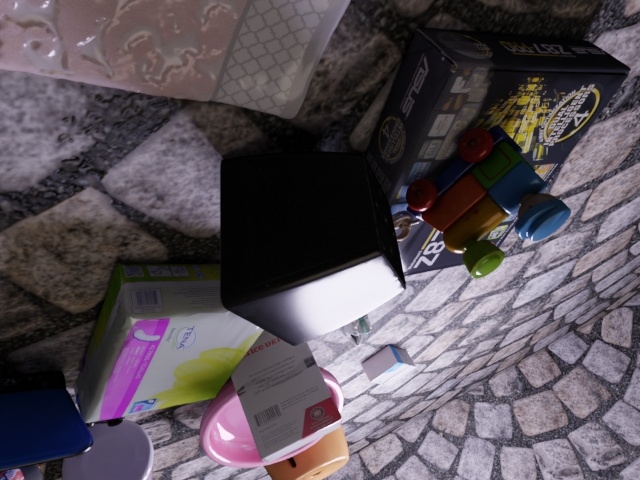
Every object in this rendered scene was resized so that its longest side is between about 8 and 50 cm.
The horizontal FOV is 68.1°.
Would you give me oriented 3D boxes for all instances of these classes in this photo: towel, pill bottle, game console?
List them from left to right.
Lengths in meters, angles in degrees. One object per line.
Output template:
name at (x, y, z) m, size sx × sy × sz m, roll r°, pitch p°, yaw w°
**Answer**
game console at (-0.497, 0.281, 0.622) m, size 0.293 × 0.173 × 0.250 m, roll 8°, pitch 132°, yaw -43°
pill bottle at (-0.432, 0.499, 0.981) m, size 0.160 × 0.160 × 0.283 m, roll -9°, pitch 142°, yaw -28°
towel at (-0.087, -0.246, 0.330) m, size 0.317 × 0.053 × 0.331 m, roll 1°, pitch 136°, yaw -38°

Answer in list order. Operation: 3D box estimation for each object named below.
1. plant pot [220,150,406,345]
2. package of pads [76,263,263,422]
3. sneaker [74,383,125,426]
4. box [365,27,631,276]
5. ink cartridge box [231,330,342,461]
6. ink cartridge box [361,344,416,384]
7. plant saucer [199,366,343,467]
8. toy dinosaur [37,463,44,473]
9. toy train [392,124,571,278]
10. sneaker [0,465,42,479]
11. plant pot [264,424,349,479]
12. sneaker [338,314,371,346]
plant pot at (0.000, 0.000, 0.566) m, size 0.167 × 0.187 × 0.188 m, roll -16°, pitch 150°, yaw 16°
package of pads at (-0.222, 0.158, 0.732) m, size 0.229 × 0.101 × 0.296 m, roll 1°, pitch 137°, yaw -38°
sneaker at (-0.336, 0.275, 0.818) m, size 0.152 × 0.084 × 0.058 m, roll 5°, pitch 134°, yaw -42°
box at (0.212, -0.104, 0.714) m, size 0.318 × 0.097 × 0.394 m, roll -6°, pitch 140°, yaw -26°
ink cartridge box at (-0.075, 0.280, 0.904) m, size 0.159 × 0.217 × 0.092 m, roll -22°, pitch 152°, yaw -11°
ink cartridge box at (0.210, 0.371, 1.395) m, size 0.104 × 0.060 × 0.180 m, roll -40°, pitch 146°, yaw 14°
plant saucer at (-0.113, 0.388, 1.090) m, size 0.332 × 0.084 × 0.332 m, roll -12°, pitch 127°, yaw -16°
toy dinosaur at (-0.507, 0.342, 0.750) m, size 0.212 × 0.064 × 0.112 m, roll 2°, pitch 163°, yaw 33°
toy train at (0.171, -0.009, 0.598) m, size 0.105 × 0.143 × 0.248 m, roll 19°, pitch 125°, yaw -46°
sneaker at (-0.523, 0.337, 0.608) m, size 0.270 × 0.090 × 0.145 m, roll -10°, pitch 166°, yaw 12°
plant pot at (-0.053, 0.550, 1.306) m, size 0.291 × 0.203 × 0.290 m, roll -21°, pitch 147°, yaw -14°
sneaker at (0.071, 0.139, 0.940) m, size 0.080 × 0.094 × 0.212 m, roll -20°, pitch 146°, yaw -12°
